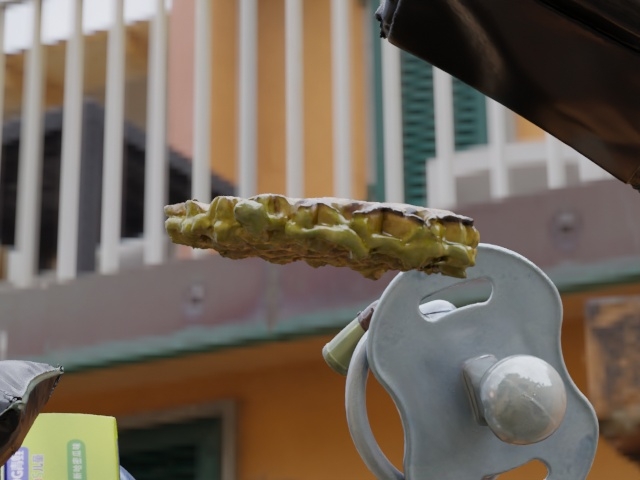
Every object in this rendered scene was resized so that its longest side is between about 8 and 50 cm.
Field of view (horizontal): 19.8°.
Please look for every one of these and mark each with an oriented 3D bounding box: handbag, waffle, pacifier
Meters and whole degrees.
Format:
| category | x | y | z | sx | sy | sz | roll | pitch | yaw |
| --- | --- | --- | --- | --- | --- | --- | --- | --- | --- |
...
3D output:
| category | x | y | z | sx | sy | sz | roll | pitch | yaw |
| --- | --- | --- | --- | --- | --- | --- | --- | --- | --- |
| handbag | 0.166 | -0.154 | 1.267 | 0.247 | 0.080 | 0.223 | 32 | -21 | 5 |
| waffle | 0.000 | 0.000 | 1.471 | 0.237 | 0.059 | 0.243 | 6 | -6 | -23 |
| pacifier | 0.154 | 0.145 | 1.724 | 0.238 | 0.287 | 0.226 | -14 | 0 | -14 |

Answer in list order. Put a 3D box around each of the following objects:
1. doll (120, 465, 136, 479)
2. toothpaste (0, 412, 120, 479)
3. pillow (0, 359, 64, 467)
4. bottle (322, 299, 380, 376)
| category | x | y | z | sx | sy | sz | roll | pitch | yaw |
| --- | --- | --- | --- | --- | --- | --- | --- | --- | --- |
| doll | -0.310 | 0.312 | 1.900 | 0.240 | 0.284 | 0.310 | -45 | -53 | 6 |
| toothpaste | -0.180 | 0.264 | 1.206 | 0.077 | 0.110 | 0.327 | 2 | -51 | -11 |
| pillow | -0.178 | 0.093 | 0.756 | 0.150 | 0.048 | 0.090 | -28 | 20 | 5 |
| bottle | 0.050 | 0.109 | 2.086 | 0.047 | 0.063 | 0.101 | 30 | -66 | -32 |
